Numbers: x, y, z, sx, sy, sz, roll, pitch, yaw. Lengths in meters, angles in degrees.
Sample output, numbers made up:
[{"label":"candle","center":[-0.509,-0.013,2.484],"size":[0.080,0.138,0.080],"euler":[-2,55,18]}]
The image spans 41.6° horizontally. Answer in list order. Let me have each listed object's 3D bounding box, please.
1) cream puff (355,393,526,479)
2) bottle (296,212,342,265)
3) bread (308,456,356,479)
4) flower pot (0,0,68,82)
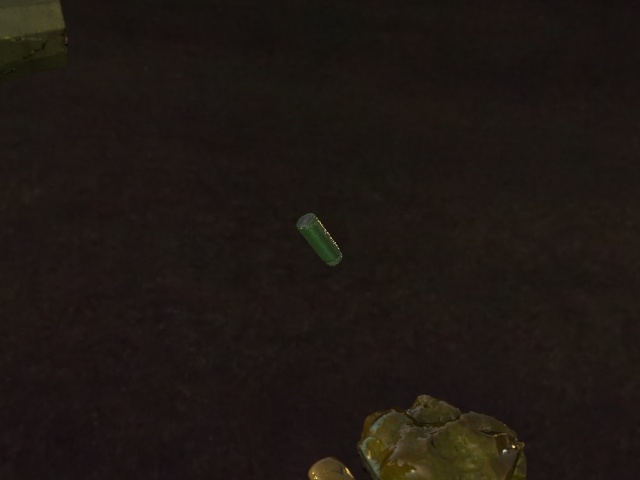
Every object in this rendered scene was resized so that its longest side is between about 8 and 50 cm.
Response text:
[{"label":"cream puff","center":[0.109,0.195,0.721],"size":[0.156,0.121,0.156],"euler":[5,53,-7]},{"label":"bottle","center":[0.000,0.000,1.155],"size":[0.030,0.083,0.030],"euler":[-23,38,19]},{"label":"bread","center":[0.033,0.477,1.671],"size":[0.082,0.056,0.115],"euler":[-10,46,-41]},{"label":"flower pot","center":[-0.474,-0.300,1.208],"size":[0.203,0.212,0.212],"euler":[-11,27,-20]}]
